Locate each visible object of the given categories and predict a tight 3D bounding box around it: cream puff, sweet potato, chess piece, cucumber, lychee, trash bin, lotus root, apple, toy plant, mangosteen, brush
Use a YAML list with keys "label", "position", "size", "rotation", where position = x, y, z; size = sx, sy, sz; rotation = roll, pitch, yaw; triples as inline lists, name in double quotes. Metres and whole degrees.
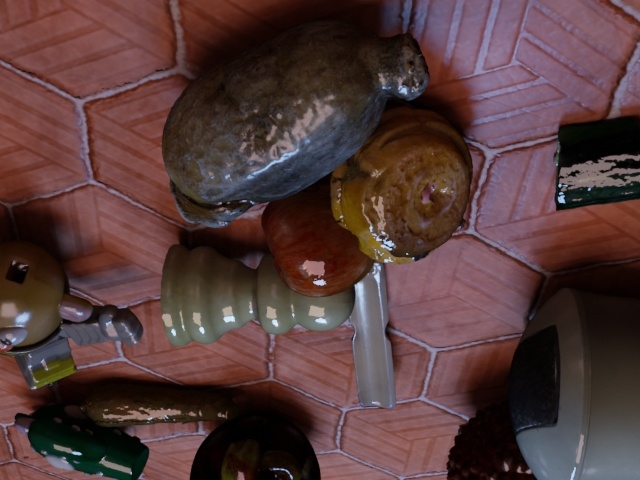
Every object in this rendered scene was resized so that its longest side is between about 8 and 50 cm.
- label: "cream puff"
  position: [0.092, -0.067, 1.250]
  size: [0.189, 0.129, 0.189]
  rotation: [-15, 120, -28]
- label: "sweet potato"
  position: [-0.268, 0.280, 1.813]
  size: [0.273, 0.075, 0.075]
  rotation: [1, 141, 5]
- label: "chess piece"
  position: [-0.078, 0.070, 1.464]
  size: [0.251, 0.144, 0.144]
  rotation: [-2, 141, 7]
- label: "cucumber"
  position: [0.326, -0.079, 1.257]
  size: [0.115, 0.062, 0.116]
  rotation: [-9, 140, 15]
- label: "lychee"
  position: [0.328, 0.369, 1.660]
  size: [0.264, 0.264, 0.300]
  rotation: [-11, 148, 23]
- label: "trash bin"
  position: [0.467, 0.211, 1.431]
  size: [0.432, 0.280, 0.280]
  rotation: [4, 142, 1]
- label: "lotus root"
  position: [-0.043, -0.140, 1.166]
  size: [0.349, 0.175, 0.175]
  rotation: [-29, 129, 31]
- label: "apple"
  position: [0.000, 0.000, 1.351]
  size: [0.131, 0.146, 0.146]
  rotation: [-19, 140, -4]
- label: "toy plant"
  position: [-0.420, 0.347, 1.872]
  size: [0.243, 0.113, 0.232]
  rotation: [23, 170, -18]
- label: "mangosteen"
  position: [-0.106, 0.404, 1.795]
  size: [0.228, 0.228, 0.265]
  rotation: [15, 173, -9]
- label: "brush"
  position: [0.076, 0.133, 1.588]
  size: [0.060, 0.050, 0.321]
  rotation: [3, 134, 11]

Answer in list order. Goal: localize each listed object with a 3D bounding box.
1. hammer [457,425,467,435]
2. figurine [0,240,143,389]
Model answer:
- label: "hammer"
  position: [0.277, 0.343, 1.838]
  size: [0.035, 0.019, 0.110]
  rotation: [-19, 140, 31]
- label: "figurine"
  position: [-0.434, 0.094, 1.522]
  size: [0.342, 0.167, 0.285]
  rotation: [-1, 154, -23]
